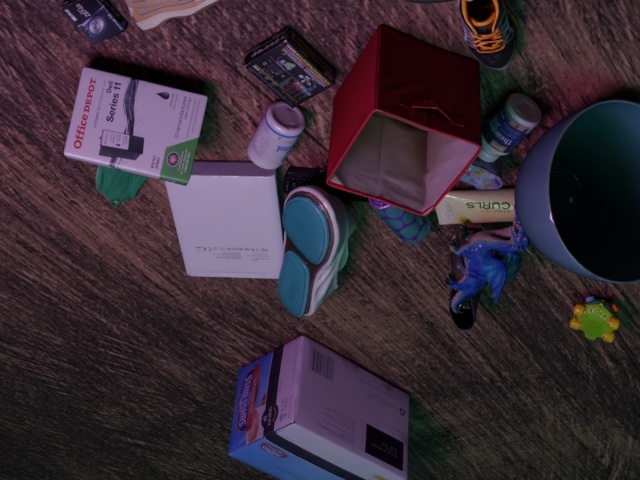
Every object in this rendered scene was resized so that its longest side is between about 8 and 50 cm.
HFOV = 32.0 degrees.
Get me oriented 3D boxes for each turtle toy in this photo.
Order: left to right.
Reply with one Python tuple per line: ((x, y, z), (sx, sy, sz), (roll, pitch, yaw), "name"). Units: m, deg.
((0.557, 0.159, 2.250), (0.095, 0.066, 0.130), (22, 148, 16), "turtle toy")

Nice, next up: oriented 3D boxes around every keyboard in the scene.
((0.028, -0.097, 2.008), (0.192, 0.038, 0.100), (4, 142, 0), "keyboard")

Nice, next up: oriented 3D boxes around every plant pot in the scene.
((0.434, -0.073, 1.837), (0.290, 0.290, 0.195), (24, 168, -22), "plant pot")

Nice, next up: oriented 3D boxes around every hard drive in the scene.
((-0.173, -0.034, 2.108), (0.203, 0.040, 0.307), (1, 142, 5), "hard drive")

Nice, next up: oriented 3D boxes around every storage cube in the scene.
((0.132, -0.187, 1.755), (0.184, 0.193, 0.215), (17, 140, -15), "storage cube")

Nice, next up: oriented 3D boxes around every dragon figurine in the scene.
((0.306, 0.055, 2.013), (0.144, 0.085, 0.289), (20, 127, 20), "dragon figurine")

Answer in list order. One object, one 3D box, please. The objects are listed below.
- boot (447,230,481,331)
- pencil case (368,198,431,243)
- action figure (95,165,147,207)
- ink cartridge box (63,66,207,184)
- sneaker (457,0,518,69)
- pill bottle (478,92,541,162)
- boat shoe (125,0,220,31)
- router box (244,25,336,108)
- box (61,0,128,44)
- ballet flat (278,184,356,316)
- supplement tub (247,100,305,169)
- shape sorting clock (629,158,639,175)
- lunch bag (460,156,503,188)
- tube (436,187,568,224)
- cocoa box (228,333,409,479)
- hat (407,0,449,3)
((0.286, 0.080, 2.148), (0.082, 0.106, 0.219), (0, 142, 7), "boot")
((0.144, -0.055, 2.013), (0.065, 0.070, 0.151), (19, 165, 34), "pencil case")
((-0.347, -0.138, 1.977), (0.137, 0.063, 0.232), (13, 138, -13), "action figure")
((-0.303, -0.186, 1.828), (0.209, 0.153, 0.087), (12, 179, -9), "ink cartridge box")
((0.242, -0.324, 1.657), (0.084, 0.083, 0.215), (-11, 141, 17), "sneaker")
((0.304, -0.183, 1.842), (0.067, 0.067, 0.120), (20, 139, -18), "pill bottle")
((-0.214, -0.373, 1.665), (0.190, 0.068, 0.072), (-17, 125, 26), "boat shoe")
((-0.048, -0.276, 1.786), (0.092, 0.038, 0.122), (-24, 134, 33), "router box")
((-0.352, -0.350, 1.742), (0.067, 0.018, 0.083), (-16, 138, 24), "box")
((0.000, 0.000, 2.071), (0.139, 0.139, 0.400), (7, 147, -3), "ballet flat")
((-0.075, -0.178, 1.889), (0.071, 0.071, 0.107), (17, 141, -15), "supplement tub")
((0.630, -0.105, 1.926), (0.206, 0.040, 0.206), (3, 142, 3), "shape sorting clock")
((0.274, -0.128, 1.913), (0.083, 0.071, 0.053), (19, 139, -18), "lunch bag")
((0.325, -0.062, 2.006), (0.240, 0.062, 0.070), (-1, 99, 16), "tube")
((0.001, 0.412, 2.503), (0.347, 0.231, 0.228), (32, 135, -30), "cocoa box")
((0.118, -0.430, 1.446), (0.332, 0.134, 0.331), (9, 131, 11), "hat")
